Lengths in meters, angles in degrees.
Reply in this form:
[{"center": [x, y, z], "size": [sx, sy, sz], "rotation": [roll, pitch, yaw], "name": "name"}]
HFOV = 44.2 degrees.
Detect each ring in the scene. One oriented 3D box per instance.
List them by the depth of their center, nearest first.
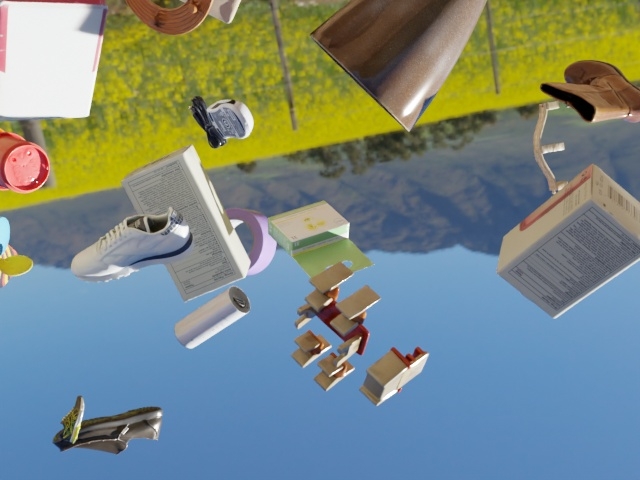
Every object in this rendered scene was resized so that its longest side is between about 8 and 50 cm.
[{"center": [-0.367, -0.634, 1.785], "size": [0.336, 0.337, 0.032], "rotation": [-4, -160, 39], "name": "ring"}]

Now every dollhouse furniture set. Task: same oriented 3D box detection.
[{"center": [0.076, 0.201, 1.613], "size": [0.135, 0.262, 0.259], "rotation": [-31, -120, -34], "name": "dollhouse furniture set"}]

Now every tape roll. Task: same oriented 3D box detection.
[{"center": [-0.224, 0.004, 2.212], "size": [0.189, 0.189, 0.080], "rotation": [-7, 174, 23], "name": "tape roll"}]

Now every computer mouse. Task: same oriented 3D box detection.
[{"center": [-0.163, -0.212, 1.382], "size": [0.042, 0.106, 0.193], "rotation": [-38, -156, -24], "name": "computer mouse"}]

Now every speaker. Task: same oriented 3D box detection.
[{"center": [-0.186, 0.133, 1.358], "size": [0.136, 0.055, 0.055], "rotation": [-34, 177, 25], "name": "speaker"}]

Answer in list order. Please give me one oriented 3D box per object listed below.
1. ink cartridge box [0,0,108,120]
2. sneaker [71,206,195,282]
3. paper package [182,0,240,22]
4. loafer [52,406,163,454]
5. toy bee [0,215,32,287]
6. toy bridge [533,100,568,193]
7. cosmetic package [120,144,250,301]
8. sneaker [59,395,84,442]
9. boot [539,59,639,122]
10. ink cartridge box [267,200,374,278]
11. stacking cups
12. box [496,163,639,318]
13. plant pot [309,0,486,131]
[{"center": [-0.482, -0.435, 1.303], "size": [0.160, 0.385, 0.279], "rotation": [-8, 155, -26], "name": "ink cartridge box"}, {"center": [-0.349, 0.003, 1.427], "size": [0.235, 0.095, 0.090], "rotation": [-18, -133, 5], "name": "sneaker"}, {"center": [-0.321, -0.794, 2.098], "size": [0.324, 0.168, 0.309], "rotation": [24, 140, -13], "name": "paper package"}, {"center": [-0.411, 0.386, 1.552], "size": [0.220, 0.078, 0.080], "rotation": [-8, 177, -28], "name": "loafer"}, {"center": [-0.603, 0.019, 1.308], "size": [0.195, 0.162, 0.298], "rotation": [-2, 148, 21], "name": "toy bee"}, {"center": [0.471, -0.190, 1.627], "size": [0.063, 0.188, 0.026], "rotation": [-11, -173, -24], "name": "toy bridge"}, {"center": [-0.296, -0.039, 1.767], "size": [0.160, 0.309, 0.113], "rotation": [-22, -164, 9], "name": "cosmetic package"}, {"center": [-0.442, 0.317, 1.402], "size": [0.035, 0.083, 0.031], "rotation": [13, 164, -15], "name": "sneaker"}, {"center": [0.586, -0.332, 1.776], "size": [0.280, 0.096, 0.264], "rotation": [-10, -135, -36], "name": "boot"}, {"center": [0.000, 0.000, 1.916], "size": [0.171, 0.056, 0.235], "rotation": [-18, -140, -27], "name": "ink cartridge box"}, {"center": [-0.462, -0.114, 1.064], "size": [0.316, 0.096, 0.096], "rotation": [20, -154, 41], "name": "stacking cups"}, {"center": [0.452, 0.004, 1.412], "size": [0.232, 0.148, 0.127], "rotation": [-45, -168, 38], "name": "box"}, {"center": [0.139, -0.323, 1.205], "size": [0.230, 0.215, 0.215], "rotation": [-46, -177, 9], "name": "plant pot"}]
